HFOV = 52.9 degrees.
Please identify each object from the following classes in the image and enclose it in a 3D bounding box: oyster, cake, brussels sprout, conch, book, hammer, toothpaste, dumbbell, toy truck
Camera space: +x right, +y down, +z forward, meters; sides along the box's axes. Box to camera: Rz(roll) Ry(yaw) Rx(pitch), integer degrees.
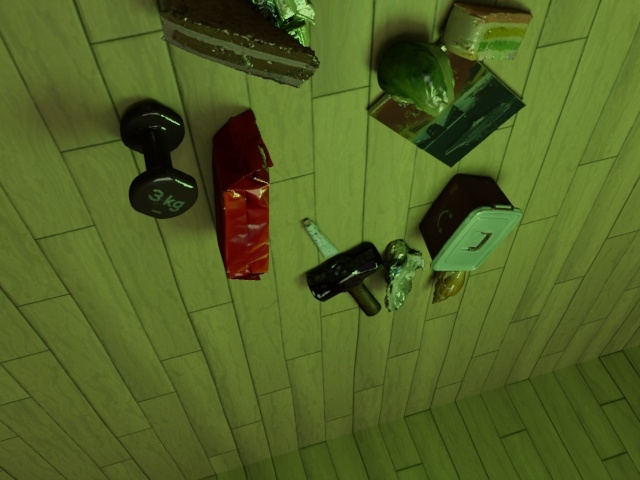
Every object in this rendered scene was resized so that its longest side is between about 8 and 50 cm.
[{"bbox_3d":[0.253,0.123,2.105,0.223,0.083,0.214,-62,147,-5],"label":"oyster"},{"bbox_3d":[0.388,-0.456,1.428,0.225,0.090,0.110,-3,122,-27],"label":"cake"},{"bbox_3d":[0.216,-0.363,1.421,0.183,0.131,0.146,23,119,10],"label":"brussels sprout"},{"bbox_3d":[0.464,0.089,2.213,0.109,0.093,0.330,18,111,-19],"label":"conch"},{"bbox_3d":[-0.143,-0.377,1.191,0.295,0.113,0.116,22,158,-14],"label":"cake"},{"bbox_3d":[0.327,-0.335,1.625,0.262,0.028,0.373,-41,140,26],"label":"book"},{"bbox_3d":[0.131,0.170,2.141,0.242,0.095,0.409,-27,146,8],"label":"hammer"},{"bbox_3d":[0.000,0.000,1.900,0.052,0.033,0.218,-25,147,8],"label":"toothpaste"},{"bbox_3d":[-0.338,-0.166,1.341,0.124,0.226,0.140,-36,144,25],"label":"dumbbell"},{"bbox_3d":[-0.074,-0.447,1.229,0.116,0.085,0.191,-23,143,-2],"label":"toy truck"}]

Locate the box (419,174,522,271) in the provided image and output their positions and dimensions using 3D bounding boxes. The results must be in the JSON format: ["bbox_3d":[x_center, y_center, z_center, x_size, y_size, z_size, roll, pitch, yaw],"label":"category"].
[{"bbox_3d":[0.437,-0.053,1.930,0.193,0.168,0.294,3,138,-28],"label":"box"}]

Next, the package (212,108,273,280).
[{"bbox_3d":[-0.189,-0.089,1.547,0.123,0.196,0.424,-9,142,-14],"label":"package"}]
